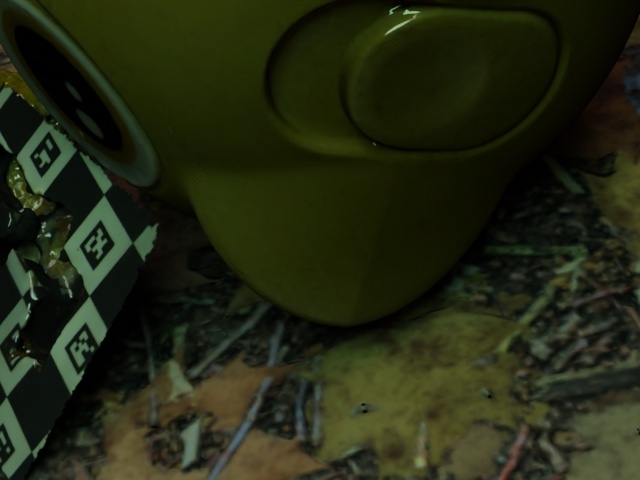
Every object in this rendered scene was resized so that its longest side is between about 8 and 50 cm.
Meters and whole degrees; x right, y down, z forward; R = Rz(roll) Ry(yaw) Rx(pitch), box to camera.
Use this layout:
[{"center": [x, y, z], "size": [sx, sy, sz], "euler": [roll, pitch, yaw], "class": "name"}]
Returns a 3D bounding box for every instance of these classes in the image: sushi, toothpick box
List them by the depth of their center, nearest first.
[{"center": [-0.013, -0.210, 0.699], "size": [0.408, 0.409, 0.425], "euler": [-20, 48, -6], "class": "toothpick box"}, {"center": [-0.200, 0.007, 0.755], "size": [0.279, 0.043, 0.193], "euler": [34, 99, 40], "class": "sushi"}]

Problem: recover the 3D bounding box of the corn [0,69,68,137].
[{"center": [-0.339, -0.079, 0.878], "size": [0.312, 0.102, 0.102], "euler": [-10, 42, 5], "class": "corn"}]
